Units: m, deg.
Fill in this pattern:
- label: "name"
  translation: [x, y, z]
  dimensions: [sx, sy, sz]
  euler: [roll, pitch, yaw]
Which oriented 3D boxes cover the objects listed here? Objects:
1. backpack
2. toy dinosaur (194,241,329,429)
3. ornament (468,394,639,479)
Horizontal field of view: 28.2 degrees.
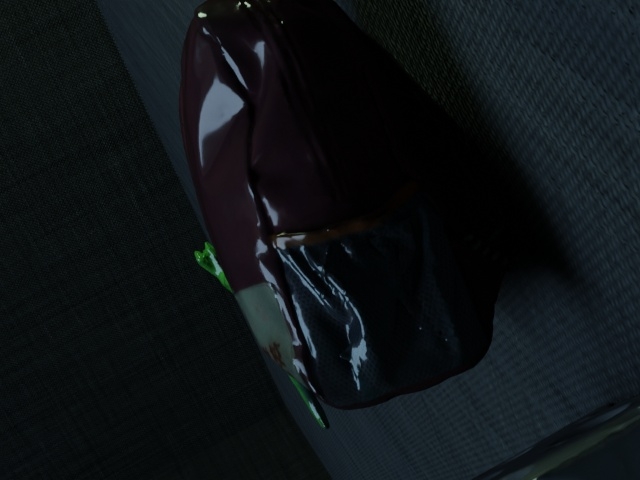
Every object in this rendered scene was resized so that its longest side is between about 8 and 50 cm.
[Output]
- label: "backpack"
  translation: [0.007, -0.045, 0.947]
  dimensions: [0.283, 0.197, 0.317]
  euler: [149, 99, -82]
- label: "toy dinosaur"
  translation: [-0.026, 0.074, 1.880]
  dimensions: [0.500, 0.144, 0.374]
  euler: [61, 160, -11]
- label: "ornament"
  translation: [0.164, 0.250, 0.771]
  dimensions: [0.239, 0.239, 0.240]
  euler: [61, 170, 9]
